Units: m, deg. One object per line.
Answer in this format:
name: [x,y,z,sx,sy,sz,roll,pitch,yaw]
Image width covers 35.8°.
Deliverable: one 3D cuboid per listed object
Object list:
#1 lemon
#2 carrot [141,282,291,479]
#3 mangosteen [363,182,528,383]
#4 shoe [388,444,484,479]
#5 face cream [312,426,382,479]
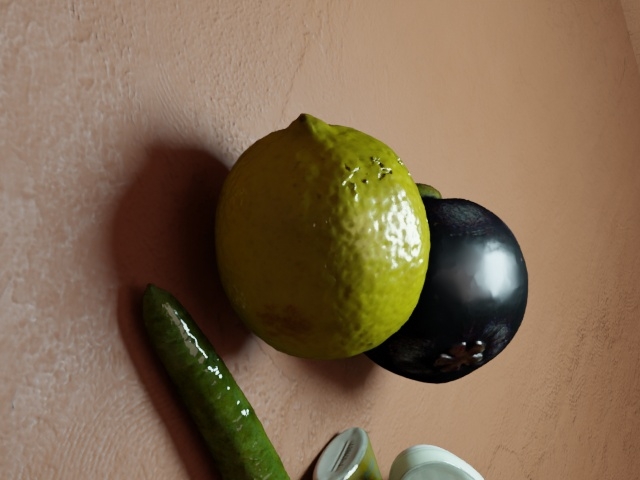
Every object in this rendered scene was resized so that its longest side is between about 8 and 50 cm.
lemon: [0.001,0.001,1.118,0.267,0.267,0.267,9,79,-55]
carrot: [-0.110,0.196,1.097,0.074,0.074,0.358,-50,123,-46]
mangosteen: [0.140,0.036,1.349,0.275,0.275,0.302,36,25,-49]
shoe: [0.157,0.352,1.374,0.160,0.132,0.363,-117,-177,-45]
face cream: [0.065,0.405,1.324,0.139,0.067,0.285,-49,127,-58]
